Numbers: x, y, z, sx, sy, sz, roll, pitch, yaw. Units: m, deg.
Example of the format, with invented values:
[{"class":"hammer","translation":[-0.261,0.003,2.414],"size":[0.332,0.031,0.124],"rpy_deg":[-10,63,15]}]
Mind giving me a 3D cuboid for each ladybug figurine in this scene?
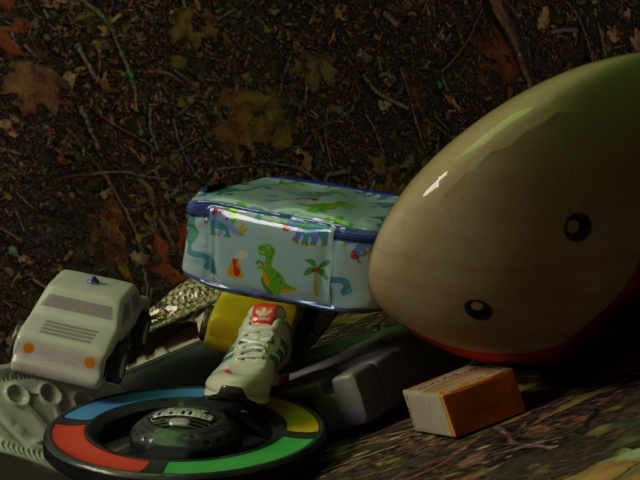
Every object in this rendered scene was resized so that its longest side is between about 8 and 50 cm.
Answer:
[{"class":"ladybug figurine","translation":[0.209,-0.009,1.399],"size":[0.305,0.162,0.449],"rpy_deg":[-44,-16,24]}]

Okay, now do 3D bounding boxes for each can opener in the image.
[{"class":"can opener","translation":[-0.195,0.128,1.670],"size":[0.283,0.095,0.076],"rpy_deg":[-22,4,-28]}]

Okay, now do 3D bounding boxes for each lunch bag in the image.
[{"class":"lunch bag","translation":[0.000,0.000,1.547],"size":[0.219,0.090,0.176],"rpy_deg":[10,12,32]}]

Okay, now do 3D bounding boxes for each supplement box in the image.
[{"class":"supplement box","translation":[0.109,0.123,1.344],"size":[0.062,0.036,0.098],"rpy_deg":[-19,2,-16]}]

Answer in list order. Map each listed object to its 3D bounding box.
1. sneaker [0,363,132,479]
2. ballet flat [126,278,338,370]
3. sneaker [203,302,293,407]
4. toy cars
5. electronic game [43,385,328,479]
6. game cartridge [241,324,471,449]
[{"class":"sneaker","translation":[-0.318,0.220,1.539],"size":[0.323,0.130,0.236],"rpy_deg":[10,-44,-35]},{"class":"ballet flat","translation":[-0.167,0.152,1.923],"size":[0.483,0.164,0.182],"rpy_deg":[-25,24,-2]},{"class":"sneaker","translation":[-0.058,0.092,1.467],"size":[0.057,0.075,0.161],"rpy_deg":[7,7,11]},{"class":"toy cars","translation":[-0.129,0.056,1.612],"size":[0.394,0.087,0.176],"rpy_deg":[-4,22,-43]},{"class":"electronic game","translation":[-0.108,0.158,1.406],"size":[0.229,0.048,0.229],"rpy_deg":[0,13,0]},{"class":"game cartridge","translation":[-0.032,0.150,1.650],"size":[0.355,0.068,0.230],"rpy_deg":[-18,-1,39]}]
